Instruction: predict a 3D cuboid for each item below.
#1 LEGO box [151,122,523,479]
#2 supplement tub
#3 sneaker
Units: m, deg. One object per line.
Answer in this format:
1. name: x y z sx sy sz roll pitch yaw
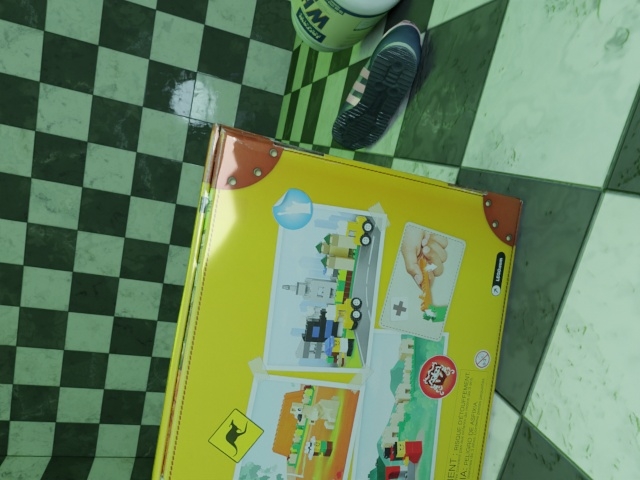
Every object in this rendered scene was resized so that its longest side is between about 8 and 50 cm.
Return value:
1. LEGO box: 0.006 0.159 0.526 0.193 0.371 0.502 -176 96 -73
2. supplement tub: 0.058 -0.620 1.026 0.325 0.235 0.236 -166 85 -73
3. sneaker: 0.125 -0.324 0.911 0.319 0.112 0.131 -44 23 59
